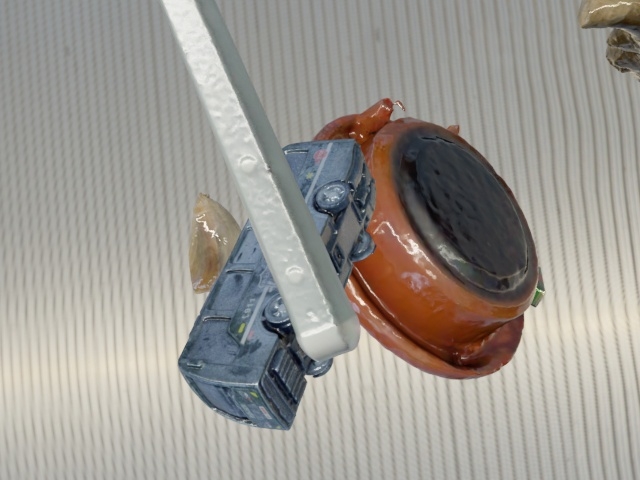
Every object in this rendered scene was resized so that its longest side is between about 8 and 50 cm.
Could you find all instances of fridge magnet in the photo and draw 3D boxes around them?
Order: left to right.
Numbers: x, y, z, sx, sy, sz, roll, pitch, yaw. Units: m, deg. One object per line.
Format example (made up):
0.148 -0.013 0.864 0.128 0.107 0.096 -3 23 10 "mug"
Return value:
0.128 -0.005 1.111 0.155 0.363 0.363 -37 74 37 "fridge magnet"

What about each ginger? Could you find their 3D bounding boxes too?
0.398 -0.230 1.028 0.166 0.333 0.080 -10 77 25 "ginger"

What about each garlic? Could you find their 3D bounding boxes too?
-0.193 0.013 1.715 0.101 0.087 0.195 6 109 18 "garlic"

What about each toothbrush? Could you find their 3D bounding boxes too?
-0.060 -0.112 0.357 0.025 0.030 0.342 -23 90 18 "toothbrush"

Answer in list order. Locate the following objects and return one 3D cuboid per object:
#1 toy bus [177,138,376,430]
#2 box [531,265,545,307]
-0.017 0.017 0.481 0.065 0.047 0.166 1 49 28 "toy bus"
0.241 0.015 1.439 0.235 0.132 0.034 29 108 0 "box"
